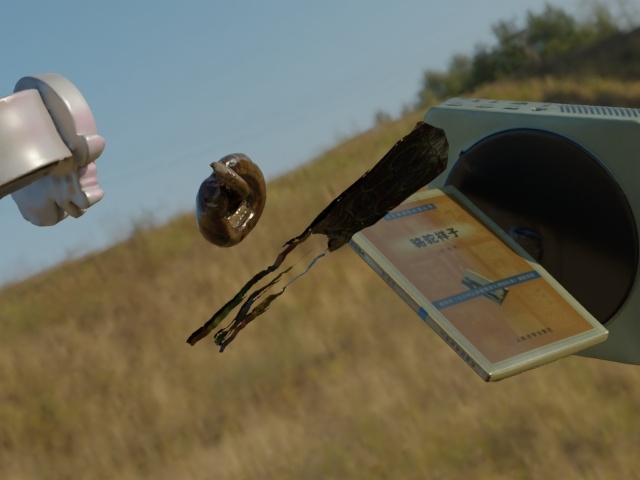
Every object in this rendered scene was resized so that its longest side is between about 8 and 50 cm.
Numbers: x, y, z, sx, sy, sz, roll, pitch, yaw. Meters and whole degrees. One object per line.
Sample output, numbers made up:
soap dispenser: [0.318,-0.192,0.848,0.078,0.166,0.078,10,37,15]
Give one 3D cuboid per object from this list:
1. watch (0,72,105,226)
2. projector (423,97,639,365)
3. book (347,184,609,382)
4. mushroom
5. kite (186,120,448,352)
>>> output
watch: [-0.420,-0.089,2.027,0.231,0.196,0.244,-30,3,-39]
projector: [0.238,-0.015,1.606,0.257,0.259,0.079,8,23,34]
book: [0.142,0.035,1.491,0.170,0.241,0.018,-14,-43,-38]
mushroom: [-0.132,-0.064,2.187,0.170,0.080,0.135,81,-153,-62]
kite: [0.000,0.000,1.349,0.285,0.015,0.152,-42,-18,-1]
